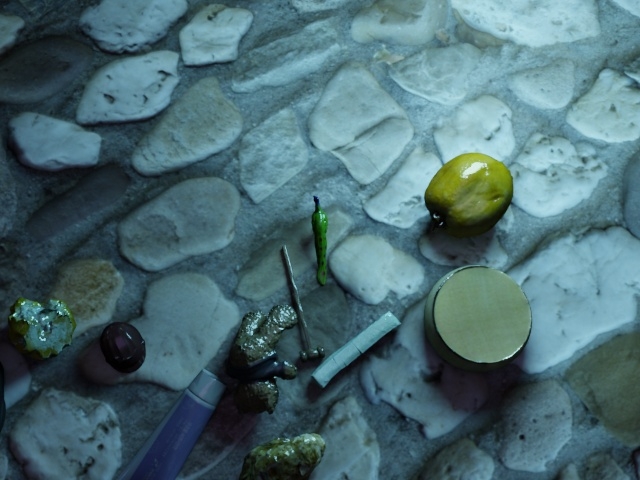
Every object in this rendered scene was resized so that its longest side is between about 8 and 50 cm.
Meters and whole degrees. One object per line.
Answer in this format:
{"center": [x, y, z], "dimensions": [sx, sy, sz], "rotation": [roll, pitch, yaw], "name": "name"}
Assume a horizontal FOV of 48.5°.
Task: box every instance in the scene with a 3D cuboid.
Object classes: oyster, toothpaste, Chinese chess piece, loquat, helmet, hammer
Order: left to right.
{"center": [-0.463, 0.244, 1.649], "dimensions": [0.098, 0.070, 0.123], "rotation": [-28, 75, -8], "name": "helmet"}
{"center": [-0.342, 0.462, 1.587], "dimensions": [0.125, 0.080, 0.371], "rotation": [32, 81, 8], "name": "toothpaste"}
{"center": [-0.104, 0.553, 1.554], "dimensions": [0.166, 0.094, 0.294], "rotation": [19, 80, -3], "name": "oyster"}
{"center": [-0.052, 0.146, 1.704], "dimensions": [0.058, 0.029, 0.292], "rotation": [-13, 72, -6], "name": "hammer"}
{"center": [0.351, -0.105, 1.698], "dimensions": [0.234, 0.176, 0.187], "rotation": [-43, 78, -1], "name": "loquat"}
{"center": [0.366, 0.180, 1.653], "dimensions": [0.250, 0.103, 0.249], "rotation": [0, 73, -1], "name": "Chinese chess piece"}

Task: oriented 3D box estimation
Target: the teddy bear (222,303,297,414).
{"center": [-0.148, 0.267, 1.613], "dimensions": [0.182, 0.129, 0.251], "rotation": [-7, 75, 36], "name": "teddy bear"}

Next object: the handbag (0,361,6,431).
{"center": [-0.777, 0.308, 1.518], "dimensions": [0.275, 0.302, 0.178], "rotation": [37, 70, 8], "name": "handbag"}

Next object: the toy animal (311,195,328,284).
{"center": [0.000, -0.005, 1.734], "dimensions": [0.041, 0.075, 0.216], "rotation": [-2, 102, 2], "name": "toy animal"}

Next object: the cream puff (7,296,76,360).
{"center": [-0.652, 0.199, 1.645], "dimensions": [0.156, 0.156, 0.121], "rotation": [12, 116, 3], "name": "cream puff"}

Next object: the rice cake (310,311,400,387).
{"center": [0.082, 0.253, 1.661], "dimensions": [0.245, 0.042, 0.045], "rotation": [-37, 88, -9], "name": "rice cake"}
